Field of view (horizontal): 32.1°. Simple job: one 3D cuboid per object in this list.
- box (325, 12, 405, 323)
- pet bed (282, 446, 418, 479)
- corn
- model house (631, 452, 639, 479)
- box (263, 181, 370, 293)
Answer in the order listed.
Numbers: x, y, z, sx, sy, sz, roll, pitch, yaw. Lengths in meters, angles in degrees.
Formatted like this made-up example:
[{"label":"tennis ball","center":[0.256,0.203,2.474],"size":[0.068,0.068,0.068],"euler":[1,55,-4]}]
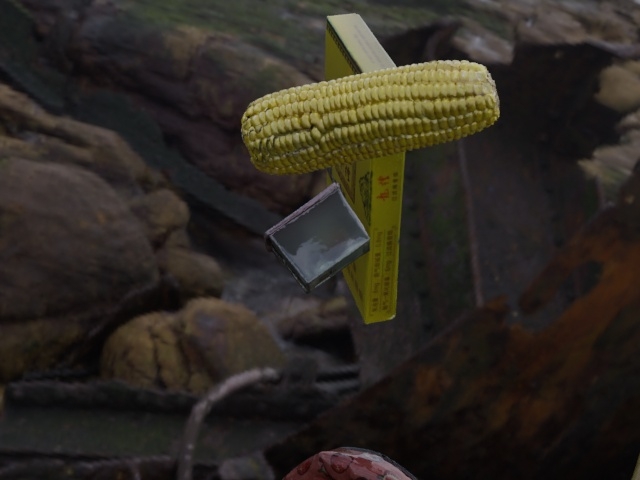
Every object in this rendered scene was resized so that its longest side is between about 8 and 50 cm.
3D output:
[{"label":"box","center":[0.043,-0.069,1.123],"size":[0.041,0.279,0.153],"euler":[-9,38,-12]},{"label":"pet bed","center":[0.032,0.287,1.024],"size":[0.201,0.201,0.053],"euler":[37,20,31]},{"label":"corn","center":[0.036,-0.094,0.842],"size":[0.203,0.072,0.072],"euler":[-9,18,20]},{"label":"model house","center":[0.392,0.328,1.171],"size":[0.173,0.268,0.239],"euler":[11,47,28]},{"label":"box","center":[0.000,0.000,1.006],"size":[0.063,0.084,0.060],"euler":[52,-9,13]}]
